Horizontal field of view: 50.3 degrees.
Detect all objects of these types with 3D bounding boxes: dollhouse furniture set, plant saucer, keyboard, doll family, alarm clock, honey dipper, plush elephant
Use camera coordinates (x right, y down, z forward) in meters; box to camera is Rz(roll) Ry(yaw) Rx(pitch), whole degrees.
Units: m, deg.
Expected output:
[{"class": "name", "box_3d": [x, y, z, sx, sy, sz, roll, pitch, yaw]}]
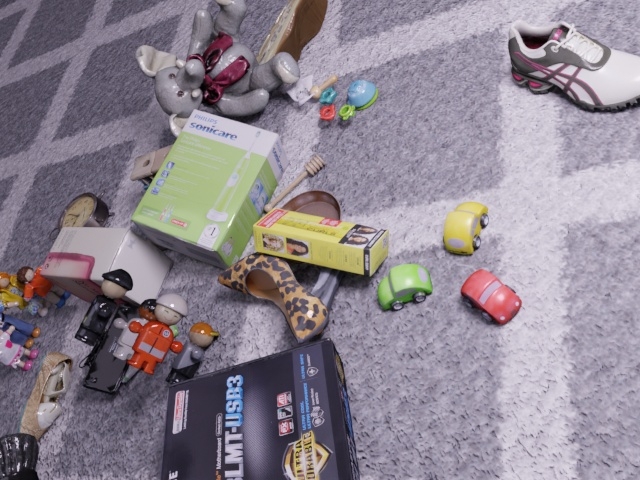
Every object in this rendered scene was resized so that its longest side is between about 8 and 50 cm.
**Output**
[{"class": "dollhouse furniture set", "box_3d": [-0.344, -0.096, 1.531, 0.129, 0.129, 0.184, -15, 51, 26]}, {"class": "plant saucer", "box_3d": [-0.027, -0.022, 1.332, 0.168, 0.029, 0.168, -18, 50, 23]}, {"class": "keyboard", "box_3d": [-0.424, 0.220, 1.408, 0.100, 0.038, 0.192, 14, 63, 12]}, {"class": "doll family", "box_3d": [-0.717, 0.169, 1.575, 0.118, 0.163, 0.263, 2, 61, 36]}, {"class": "alarm clock", "box_3d": [-0.613, -0.046, 1.726, 0.192, 0.064, 0.129, -22, 49, 17]}, {"class": "honey dipper", "box_3d": [-0.056, -0.114, 1.419, 0.160, 0.030, 0.030, -44, 45, 4]}, {"class": "plush elephant", "box_3d": [-0.267, -0.373, 1.551, 0.255, 0.272, 0.330, -37, 4, -42]}]

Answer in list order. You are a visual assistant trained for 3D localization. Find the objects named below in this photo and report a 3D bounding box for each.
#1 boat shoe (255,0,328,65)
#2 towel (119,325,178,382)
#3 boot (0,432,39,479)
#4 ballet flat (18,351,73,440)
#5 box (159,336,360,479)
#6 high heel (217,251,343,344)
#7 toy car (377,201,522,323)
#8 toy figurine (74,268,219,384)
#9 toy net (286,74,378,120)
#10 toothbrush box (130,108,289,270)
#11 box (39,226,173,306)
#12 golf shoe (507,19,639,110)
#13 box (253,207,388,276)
[{"class": "boat shoe", "box_3d": [-0.078, -0.514, 1.663, 0.089, 0.104, 0.285, 18, 71, 38]}, {"class": "towel", "box_3d": [-0.366, 0.209, 1.410, 0.152, 0.023, 0.113, -42, 48, -1]}, {"class": "boot", "box_3d": [-0.526, 0.469, 1.254, 0.348, 0.131, 0.260, -28, 47, 16]}, {"class": "ballet flat", "box_3d": [-0.571, 0.329, 1.432, 0.067, 0.073, 0.206, -4, 60, 15]}, {"class": "box", "box_3d": [-0.097, 0.310, 1.034, 0.293, 0.073, 0.295, -16, 37, 7]}, {"class": "high heel", "box_3d": [-0.098, 0.107, 1.217, 0.261, 0.093, 0.186, -3, 39, 24]}, {"class": "toy car", "box_3d": [0.188, 0.051, 1.114, 0.225, 0.053, 0.239, -23, 49, 19]}, {"class": "toy figurine", "box_3d": [-0.316, 0.163, 1.264, 0.213, 0.209, 0.148, 17, 73, 26]}, {"class": "toy net", "box_3d": [0.012, -0.308, 1.500, 0.232, 0.045, 0.122, 13, 69, 41]}, {"class": "toothbrush box", "box_3d": [-0.223, -0.106, 1.418, 0.206, 0.122, 0.283, 18, 71, 17]}, {"class": "box", "box_3d": [-0.469, 0.059, 1.494, 0.232, 0.148, 0.127, 2, 62, 36]}, {"class": "golf shoe", "box_3d": [0.433, -0.300, 1.152, 0.273, 0.120, 0.105, 24, 73, 41]}, {"class": "box", "box_3d": [0.000, 0.000, 1.218, 0.232, 0.058, 0.087, 12, 31, 25]}]
